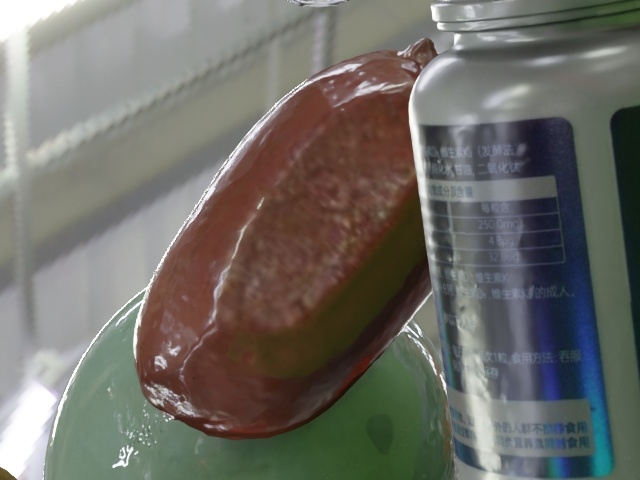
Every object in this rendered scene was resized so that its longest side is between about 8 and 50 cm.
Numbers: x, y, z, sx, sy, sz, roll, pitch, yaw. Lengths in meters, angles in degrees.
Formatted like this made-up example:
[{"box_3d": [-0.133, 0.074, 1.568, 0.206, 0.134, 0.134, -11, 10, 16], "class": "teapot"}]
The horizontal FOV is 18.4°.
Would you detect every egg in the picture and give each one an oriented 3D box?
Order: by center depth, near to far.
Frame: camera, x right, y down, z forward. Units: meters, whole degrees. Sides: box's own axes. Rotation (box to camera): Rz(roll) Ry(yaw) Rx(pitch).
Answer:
[{"box_3d": [-0.047, 0.163, 1.323, 0.276, 0.276, 0.389, -31, -22, -34], "class": "egg"}]

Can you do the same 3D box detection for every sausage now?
[{"box_3d": [0.000, 0.000, 1.099, 0.254, 0.148, 0.148, -55, -27, -12], "class": "sausage"}]

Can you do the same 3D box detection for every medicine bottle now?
[{"box_3d": [0.088, -0.009, 0.662, 0.107, 0.107, 0.191, -17, -78, -47], "class": "medicine bottle"}]

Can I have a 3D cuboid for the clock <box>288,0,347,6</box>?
[{"box_3d": [-0.002, -0.296, 1.703, 0.184, 0.184, 0.040, -41, 12, -20], "class": "clock"}]

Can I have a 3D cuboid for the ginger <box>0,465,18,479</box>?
[{"box_3d": [-0.293, 0.125, 0.985, 0.348, 0.122, 0.363, -20, -47, -30], "class": "ginger"}]
